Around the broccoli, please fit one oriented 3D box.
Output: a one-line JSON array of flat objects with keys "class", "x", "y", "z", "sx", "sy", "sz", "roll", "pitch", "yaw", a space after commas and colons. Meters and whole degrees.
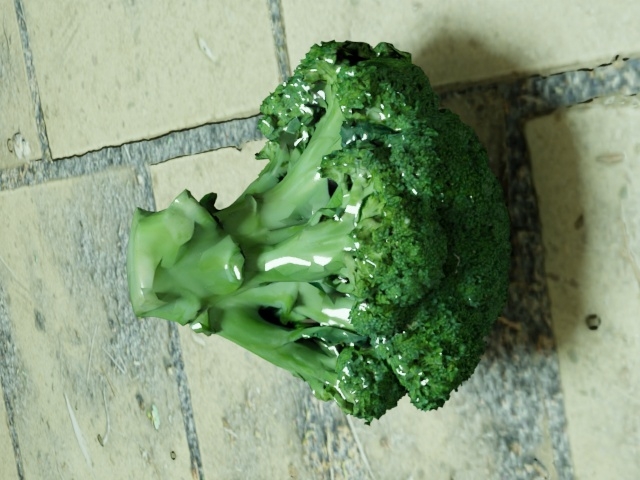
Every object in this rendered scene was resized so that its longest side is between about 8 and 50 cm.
[{"class": "broccoli", "x": 0.000, "y": 0.000, "z": 0.741, "sx": 0.270, "sy": 0.270, "sz": 0.270, "roll": 172, "pitch": 90, "yaw": -76}]
